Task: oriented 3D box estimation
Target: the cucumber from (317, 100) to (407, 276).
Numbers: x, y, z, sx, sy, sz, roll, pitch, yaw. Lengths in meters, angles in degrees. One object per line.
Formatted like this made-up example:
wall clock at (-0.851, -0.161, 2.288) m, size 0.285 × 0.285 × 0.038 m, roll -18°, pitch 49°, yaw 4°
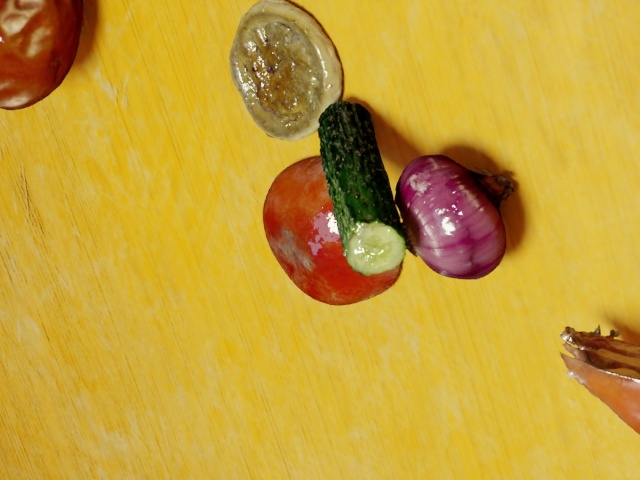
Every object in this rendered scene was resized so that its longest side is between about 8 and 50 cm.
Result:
cucumber at (0.031, -0.052, 1.090) m, size 0.187 × 0.058 × 0.058 m, roll -103°, pitch 20°, yaw -49°

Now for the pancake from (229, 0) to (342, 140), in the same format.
pancake at (-0.037, -0.158, 1.198) m, size 0.139 × 0.022 × 0.139 m, roll 23°, pitch 126°, yaw 36°

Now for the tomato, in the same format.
tomato at (0.000, 0.000, 1.216) m, size 0.155 × 0.069 × 0.155 m, roll 25°, pitch 129°, yaw 35°

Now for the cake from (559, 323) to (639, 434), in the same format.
cake at (0.305, 0.130, 0.957) m, size 0.287 × 0.098 × 0.135 m, roll 33°, pitch 124°, yaw 22°

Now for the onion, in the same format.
onion at (0.113, -0.024, 1.075) m, size 0.104 × 0.115 × 0.115 m, roll -34°, pitch 85°, yaw 5°

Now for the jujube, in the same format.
jujube at (-0.364, -0.288, 1.317) m, size 0.223 × 0.223 × 0.318 m, roll 5°, pitch 107°, yaw 44°
